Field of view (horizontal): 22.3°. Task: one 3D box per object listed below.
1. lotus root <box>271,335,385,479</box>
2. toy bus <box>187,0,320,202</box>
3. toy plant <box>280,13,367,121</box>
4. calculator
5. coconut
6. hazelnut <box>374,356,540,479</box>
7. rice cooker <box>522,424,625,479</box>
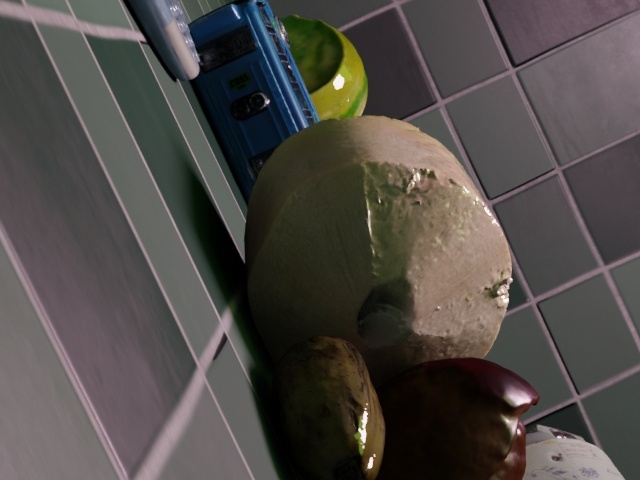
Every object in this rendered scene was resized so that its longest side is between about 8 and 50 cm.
[{"bbox_3d":[0.004,0.131,1.238,0.179,0.080,0.089,-100,168,-62],"label":"lotus root"},{"bbox_3d":[-0.070,-0.155,1.849,0.134,0.113,0.246,-17,84,-81],"label":"toy bus"},{"bbox_3d":[-0.013,-0.116,2.086,0.224,0.184,0.316,45,-21,38],"label":"toy plant"},{"bbox_3d":[-0.188,-0.288,1.606,0.188,0.042,0.303,-109,174,-49],"label":"calculator"},{"bbox_3d":[0.046,0.021,1.421,0.244,0.239,0.239,-102,167,-64],"label":"coconut"},{"bbox_3d":[0.098,0.185,1.317,0.160,0.201,0.170,56,-8,-17],"label":"hazelnut"},{"bbox_3d":[0.238,0.352,1.603,0.264,0.316,0.317,22,32,-37],"label":"rice cooker"}]
